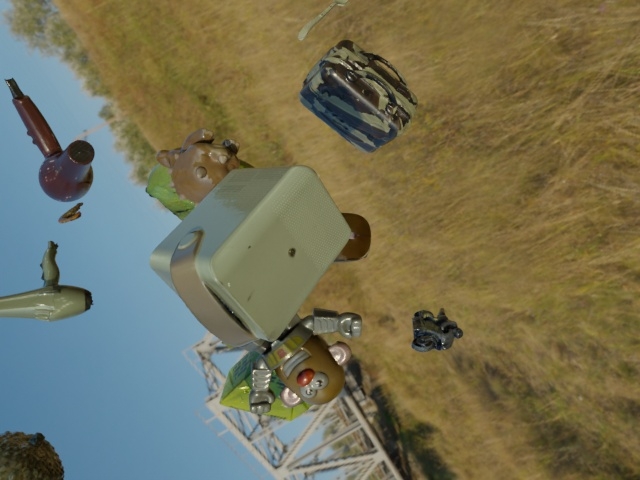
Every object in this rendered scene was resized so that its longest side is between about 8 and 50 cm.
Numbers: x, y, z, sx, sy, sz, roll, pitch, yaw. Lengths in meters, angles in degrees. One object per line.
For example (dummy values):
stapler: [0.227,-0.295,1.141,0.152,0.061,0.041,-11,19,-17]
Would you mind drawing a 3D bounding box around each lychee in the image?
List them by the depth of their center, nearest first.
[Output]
lychee: [-0.811,0.635,1.402,0.256,0.274,0.255,27,171,5]

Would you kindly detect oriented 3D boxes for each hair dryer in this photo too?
hair dryer: [-0.664,0.105,1.213,0.225,0.219,0.088,47,134,22]
hair dryer: [-0.668,-0.268,1.301,0.313,0.123,0.340,-25,96,56]

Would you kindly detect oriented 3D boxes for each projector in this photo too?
projector: [-0.102,0.018,0.741,0.177,0.242,0.163,4,139,47]

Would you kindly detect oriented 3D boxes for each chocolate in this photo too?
chocolate: [-0.144,0.474,1.817,0.301,0.289,0.137,24,-141,-26]

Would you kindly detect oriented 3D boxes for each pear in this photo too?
pear: [-0.342,-0.176,1.769,0.342,0.318,0.238,51,-146,-47]

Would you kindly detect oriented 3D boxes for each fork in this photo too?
fork: [0.016,-0.559,1.317,0.034,0.219,0.028,33,159,11]

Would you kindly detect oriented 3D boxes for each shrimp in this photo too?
shrimp: [-0.865,-0.099,1.886,0.127,0.091,0.025,-68,-37,-48]

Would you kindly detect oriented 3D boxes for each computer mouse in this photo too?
computer mouse: [0.000,0.000,1.624,0.072,0.311,0.158,47,-137,-59]

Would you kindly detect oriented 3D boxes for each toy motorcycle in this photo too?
toy motorcycle: [0.287,0.220,1.321,0.193,0.124,0.061,-61,-34,-67]

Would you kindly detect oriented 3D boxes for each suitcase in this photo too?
suitcase: [0.139,-0.464,1.701,0.352,0.193,0.339,35,160,-15]

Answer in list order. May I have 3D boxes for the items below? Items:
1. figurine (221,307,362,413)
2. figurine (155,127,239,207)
figurine: [-0.060,0.270,1.282,0.285,0.343,0.167,49,-149,-4]
figurine: [-0.304,-0.161,1.345,0.177,0.247,0.172,33,-126,-49]
